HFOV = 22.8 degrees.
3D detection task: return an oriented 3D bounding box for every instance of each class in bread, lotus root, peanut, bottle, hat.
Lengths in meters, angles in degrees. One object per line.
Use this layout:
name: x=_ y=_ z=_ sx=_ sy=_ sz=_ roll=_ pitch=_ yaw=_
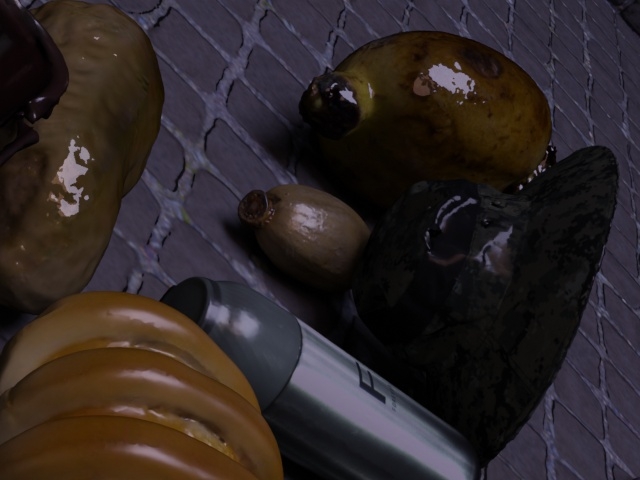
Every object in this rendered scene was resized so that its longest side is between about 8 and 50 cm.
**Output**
bread: x=-0.088 y=0.146 z=0.766 sx=0.173 sy=0.121 sz=0.311 roll=36 pitch=28 yaw=-30
lotus root: x=0.000 y=0.000 z=1.188 sx=0.150 sy=0.062 sz=0.073 roll=26 pitch=36 yaw=-44
peanut: x=-0.154 y=-0.050 z=0.934 sx=0.110 sy=0.120 sz=0.236 roll=19 pitch=43 yaw=-15
bottle: x=-0.003 y=0.104 z=1.027 sx=0.253 sy=0.079 sz=0.096 roll=35 pitch=4 yaw=-33
hat: x=0.098 y=0.026 z=1.138 sx=0.128 sy=0.265 sz=0.265 roll=25 pitch=32 yaw=-14
lotus root: x=0.095 y=-0.099 z=1.361 sx=0.314 sy=0.169 sz=0.141 roll=18 pitch=41 yaw=-47

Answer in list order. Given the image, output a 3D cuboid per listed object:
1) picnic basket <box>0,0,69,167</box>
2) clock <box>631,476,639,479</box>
picnic basket: x=-0.281 y=-0.124 z=0.781 sx=0.297 sy=0.129 sz=0.222 roll=48 pitch=23 yaw=-12
clock: x=0.357 y=0.330 z=1.315 sx=0.322 sy=0.113 sz=0.295 roll=57 pitch=25 yaw=13
